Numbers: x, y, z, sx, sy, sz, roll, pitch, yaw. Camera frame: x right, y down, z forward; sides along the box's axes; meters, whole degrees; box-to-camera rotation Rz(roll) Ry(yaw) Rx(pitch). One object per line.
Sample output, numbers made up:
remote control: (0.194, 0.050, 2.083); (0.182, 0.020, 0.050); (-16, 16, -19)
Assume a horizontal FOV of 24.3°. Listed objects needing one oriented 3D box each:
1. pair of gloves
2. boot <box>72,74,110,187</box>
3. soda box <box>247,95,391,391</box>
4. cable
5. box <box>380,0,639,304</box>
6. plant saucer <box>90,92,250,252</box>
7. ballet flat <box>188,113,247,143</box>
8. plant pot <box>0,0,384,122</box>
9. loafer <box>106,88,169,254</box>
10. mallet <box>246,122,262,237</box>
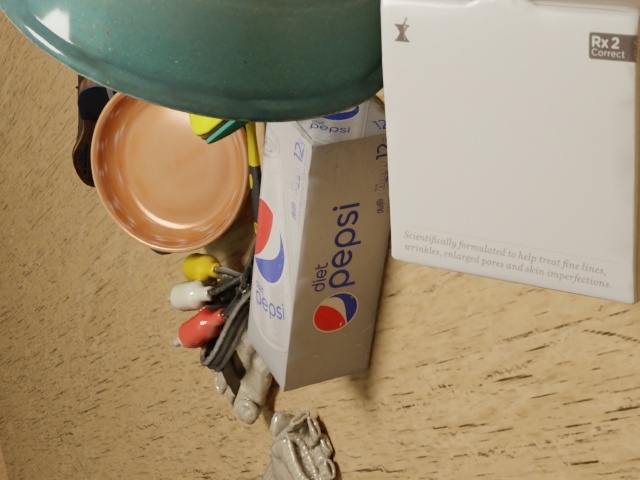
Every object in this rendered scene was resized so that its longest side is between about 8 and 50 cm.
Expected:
pair of gloves: (-0.058, 0.199, 1.666); (0.240, 0.042, 0.204); (69, 154, 17)
boot: (-0.289, -0.169, 1.988); (0.219, 0.082, 0.106); (105, 166, -52)
soda box: (0.000, 0.000, 1.383); (0.091, 0.098, 0.286); (52, 146, 44)
cable: (-0.099, 0.058, 1.603); (0.287, 0.072, 0.139); (146, 129, -63)
box: (0.144, -0.074, 0.935); (0.181, 0.119, 0.181); (11, 113, 36)
plant saucer: (-0.162, -0.087, 1.654); (0.200, 0.037, 0.200); (4, 100, 23)
ballet flat: (-0.065, -0.156, 1.430); (0.231, 0.077, 0.077); (-19, 95, 54)
plant pot: (-0.059, -0.323, 1.123); (0.341, 0.341, 0.334); (55, 139, 41)
loafer: (-0.176, -0.138, 1.730); (0.095, 0.109, 0.302); (-10, 93, 24)
mallet: (-0.075, -0.092, 1.581); (0.062, 0.039, 0.189); (43, 142, 47)
